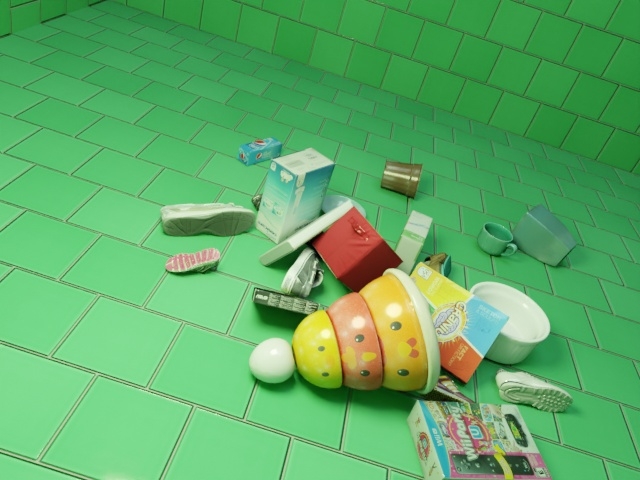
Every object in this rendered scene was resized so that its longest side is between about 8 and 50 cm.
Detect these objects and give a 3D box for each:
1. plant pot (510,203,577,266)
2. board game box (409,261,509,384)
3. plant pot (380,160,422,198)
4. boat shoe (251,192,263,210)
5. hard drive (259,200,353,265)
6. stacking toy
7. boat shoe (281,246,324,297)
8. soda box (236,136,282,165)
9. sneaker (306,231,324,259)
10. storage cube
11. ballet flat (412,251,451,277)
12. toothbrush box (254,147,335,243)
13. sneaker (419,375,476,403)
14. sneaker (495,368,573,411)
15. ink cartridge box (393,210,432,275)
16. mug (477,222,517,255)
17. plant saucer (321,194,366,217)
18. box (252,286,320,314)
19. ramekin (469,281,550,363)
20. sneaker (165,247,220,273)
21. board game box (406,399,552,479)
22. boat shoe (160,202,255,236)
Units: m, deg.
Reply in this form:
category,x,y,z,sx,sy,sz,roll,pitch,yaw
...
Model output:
category,x,y,z,sx,sy,sz,roll,pitch,yaw
plant pot,0.975,-0.012,2.392,0.234,0.165,0.166,43,41,22
board game box,0.376,0.250,1.697,0.317,0.064,0.242,32,80,20
plant pot,0.364,-0.284,2.494,0.165,0.166,0.167,13,34,5
boat shoe,-0.163,-0.168,2.139,0.233,0.084,0.079,-23,52,-41
hard drive,-0.046,-0.025,1.860,0.308,0.203,0.040,-36,95,-38
stacking toy,0.048,0.293,1.479,0.480,0.350,0.350,-14,42,-10
boat shoe,-0.039,0.106,1.755,0.102,0.108,0.301,25,15,4
soda box,-0.264,-0.392,2.413,0.067,0.071,0.210,36,38,23
sneaker,0.000,0.002,2.004,0.089,0.051,0.170,-17,44,-35
storage cube,0.121,0.039,1.823,0.215,0.193,0.183,41,9,-50
ballet flat,0.392,0.116,1.949,0.124,0.116,0.342,-3,14,17
toothbrush box,-0.093,-0.160,1.973,0.126,0.295,0.216,36,39,25
sneaker,0.373,0.431,1.565,0.186,0.069,0.084,26,41,10
sneaker,0.648,0.447,1.666,0.235,0.090,0.094,17,25,-4
ink cartridge box,0.339,0.006,2.067,0.093,0.154,0.212,23,34,6
mug,0.727,0.009,2.296,0.130,0.097,0.157,8,36,-16
plant saucer,0.086,-0.116,2.223,0.195,0.037,0.195,13,35,-9
box,-0.108,0.179,1.626,0.191,0.045,0.184,14,-7,-6
ramekin,0.599,0.278,1.828,0.277,0.135,0.277,12,34,-8
sneaker,-0.394,0.075,1.716,0.171,0.074,0.063,-14,60,-8
board game box,0.399,0.535,1.411,0.304,0.097,0.224,7,36,-15
boat shoe,-0.383,-0.083,1.891,0.321,0.118,0.103,-6,45,-21
